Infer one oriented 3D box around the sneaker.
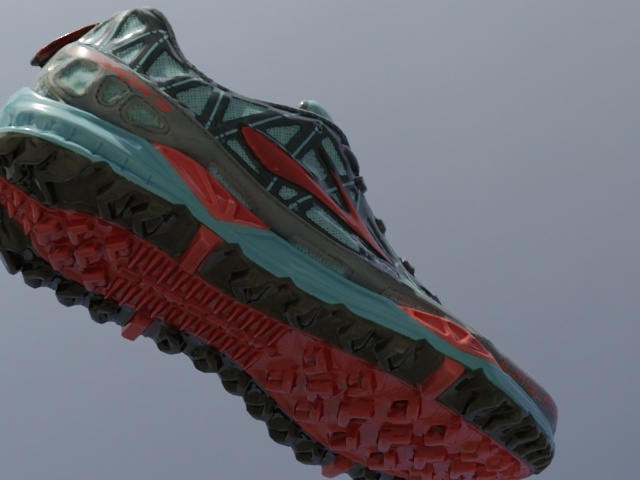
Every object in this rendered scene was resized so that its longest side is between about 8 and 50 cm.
[{"bbox_3d":[0.000,0.000,0.552,0.262,0.125,0.104,36,-39,-18],"label":"sneaker"}]
